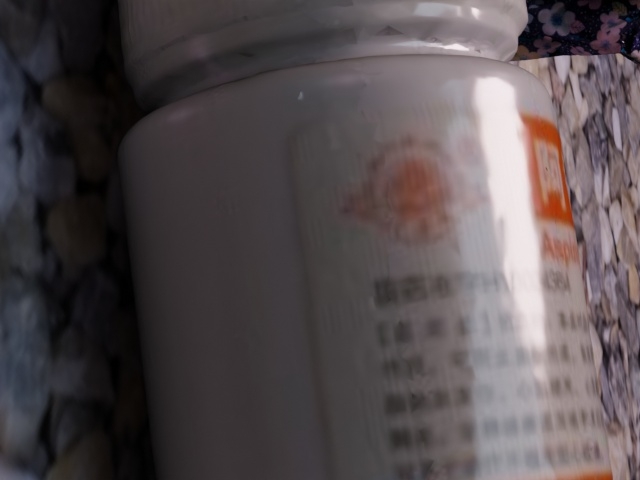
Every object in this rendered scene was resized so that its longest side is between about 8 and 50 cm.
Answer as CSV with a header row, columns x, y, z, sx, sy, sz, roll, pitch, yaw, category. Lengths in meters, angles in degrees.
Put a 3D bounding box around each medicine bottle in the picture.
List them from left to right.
x,y,z,sx,sy,sz,roll,pitch,yaw,category
0.016,0.008,0.818,0.211,0.211,0.371,11,70,-64,medicine bottle

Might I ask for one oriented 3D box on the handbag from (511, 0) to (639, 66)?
x,y,z,sx,sy,sz,roll,pitch,yaw,category
0.159,-0.224,1.251,0.127,0.208,0.228,70,28,-54,handbag
